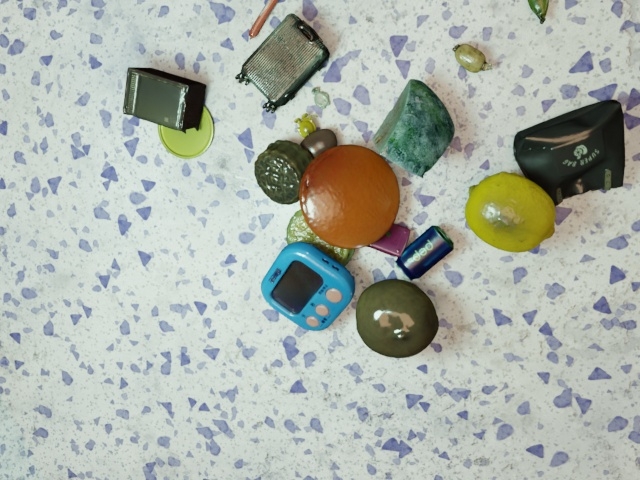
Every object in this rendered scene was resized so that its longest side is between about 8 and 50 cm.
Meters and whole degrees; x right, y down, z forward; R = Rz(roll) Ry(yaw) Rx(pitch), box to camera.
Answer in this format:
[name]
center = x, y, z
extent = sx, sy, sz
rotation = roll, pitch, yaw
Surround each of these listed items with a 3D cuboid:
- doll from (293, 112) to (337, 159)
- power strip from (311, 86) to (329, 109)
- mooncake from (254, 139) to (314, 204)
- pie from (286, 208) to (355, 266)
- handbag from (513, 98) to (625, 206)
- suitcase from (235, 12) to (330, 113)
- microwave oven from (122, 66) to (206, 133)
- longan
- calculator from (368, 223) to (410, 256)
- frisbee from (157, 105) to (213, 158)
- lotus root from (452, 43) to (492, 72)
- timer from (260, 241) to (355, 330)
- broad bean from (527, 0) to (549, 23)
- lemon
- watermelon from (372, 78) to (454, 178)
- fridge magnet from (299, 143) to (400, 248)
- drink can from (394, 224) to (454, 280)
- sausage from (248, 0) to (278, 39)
[doll]
center = -0.014, -0.370, 1.814
extent = 0.145, 0.096, 0.188
rotation = -9, 88, 7
[power strip]
center = -0.003, -0.515, 1.810
extent = 0.055, 0.035, 0.083
rotation = -35, 94, 15
[mooncake]
center = -0.132, -0.240, 1.805
extent = 0.228, 0.124, 0.228
rotation = 19, 134, 21
[pie]
center = 0.000, 0.000, 1.887
extent = 0.276, 0.078, 0.277
rotation = 3, 101, 15
[handbag]
center = 0.827, -0.267, 1.642
extent = 0.342, 0.152, 0.288
rotation = -19, 107, 16
[suitcase]
center = -0.130, -0.621, 1.767
extent = 0.312, 0.128, 0.202
rotation = -43, 90, 15
[microwave oven]
center = -0.562, -0.514, 1.830
extent = 0.247, 0.188, 0.178
rotation = 18, 108, 4
[longan]
center = 0.270, 0.276, 1.777
extent = 0.296, 0.297, 0.298
rotation = 2, 101, 11
[calculator]
center = 0.222, -0.020, 1.816
extent = 0.190, 0.034, 0.127
rotation = 18, 64, 14
[frisbee]
center = -0.520, -0.434, 1.937
extent = 0.235, 0.017, 0.236
rotation = 2, 101, 11
[lotus root]
center = 0.507, -0.606, 1.678
extent = 0.151, 0.063, 0.072
rotation = 32, 95, 8
[timer]
center = -0.047, 0.170, 1.854
extent = 0.309, 0.115, 0.340
rotation = 34, 130, -2
[broad bean]
center = 0.688, -0.800, 1.612
extent = 0.070, 0.048, 0.214
rotation = -14, 94, 14
[lemon]
center = 0.623, -0.091, 1.653
extent = 0.283, 0.260, 0.261
rotation = 8, 102, 5
[watermelon]
center = 0.292, -0.361, 1.699
extent = 0.228, 0.388, 0.258
rotation = 38, 149, -21
[fridge magnet]
center = 0.101, -0.151, 1.743
extent = 0.363, 0.155, 0.364
rotation = 0, 89, -15
[drink can]
center = 0.371, 0.046, 1.796
extent = 0.205, 0.118, 0.118
rotation = -43, 90, 14
[sausage]
center = -0.184, -0.828, 1.790
extent = 0.034, 0.034, 0.253
rotation = 39, 105, 2
